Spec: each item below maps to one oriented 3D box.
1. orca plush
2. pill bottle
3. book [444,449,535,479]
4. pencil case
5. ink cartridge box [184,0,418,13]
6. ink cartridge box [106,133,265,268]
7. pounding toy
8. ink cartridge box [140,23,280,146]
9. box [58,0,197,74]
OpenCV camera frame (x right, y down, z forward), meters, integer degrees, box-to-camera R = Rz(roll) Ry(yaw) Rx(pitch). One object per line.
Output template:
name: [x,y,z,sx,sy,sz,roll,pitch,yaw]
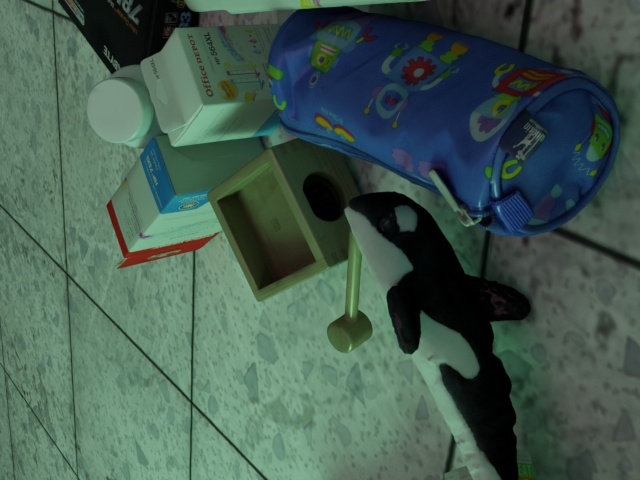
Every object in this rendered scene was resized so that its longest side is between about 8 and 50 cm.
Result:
orca plush: [0.123,0.077,0.640,0.102,0.151,0.287,-27,65,10]
pill bottle: [-0.193,-0.156,0.928,0.094,0.169,0.094,5,105,17]
book: [0.149,0.258,0.669,0.096,0.035,0.144,133,142,-53]
pencil case: [0.076,-0.101,0.629,0.306,0.133,0.119,33,163,45]
ink cartridge box: [-0.016,-0.304,0.650,0.353,0.119,0.207,17,135,50]
ink cartridge box: [-0.170,-0.049,0.976,0.231,0.134,0.078,-37,72,51]
pounding toy: [0.008,0.002,0.794,0.181,0.094,0.206,-28,87,49]
ink cartridge box: [-0.107,-0.163,0.846,0.090,0.143,0.092,-36,72,52]
box: [-0.249,-0.371,1.039,0.296,0.073,0.293,52,137,31]
